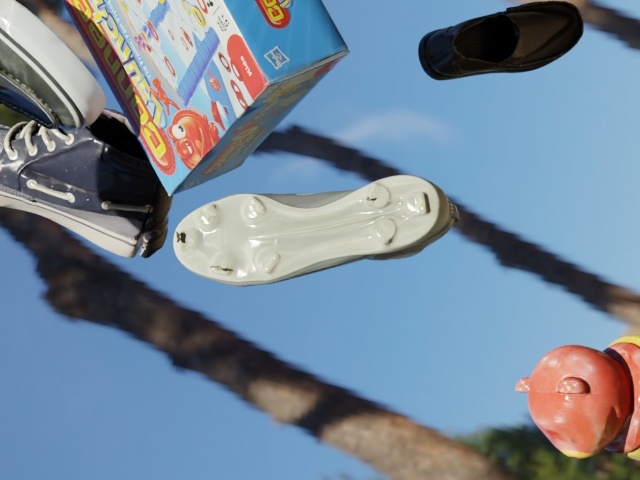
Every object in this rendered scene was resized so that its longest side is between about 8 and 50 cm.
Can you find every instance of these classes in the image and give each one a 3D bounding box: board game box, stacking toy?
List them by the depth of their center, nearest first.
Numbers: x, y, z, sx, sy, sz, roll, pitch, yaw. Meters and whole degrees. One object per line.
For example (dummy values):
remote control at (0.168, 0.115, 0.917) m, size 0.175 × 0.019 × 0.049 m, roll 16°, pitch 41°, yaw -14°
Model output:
stacking toy at (0.303, 0.192, 1.545) m, size 0.130 × 0.309 × 0.279 m, roll 6°, pitch -108°, yaw -29°
board game box at (-0.132, -0.231, 1.614) m, size 0.086 × 0.308 × 0.302 m, roll -27°, pitch -6°, yaw -26°

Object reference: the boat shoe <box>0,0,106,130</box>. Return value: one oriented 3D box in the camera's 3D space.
boat shoe at (-0.361, -0.187, 1.665) m, size 0.119 × 0.335 × 0.121 m, roll -57°, pitch 1°, yaw -22°

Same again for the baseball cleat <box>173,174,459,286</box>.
baseball cleat at (0.000, 0.000, 1.321) m, size 0.109 × 0.206 × 0.072 m, roll 31°, pitch -125°, yaw -70°

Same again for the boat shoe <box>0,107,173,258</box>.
boat shoe at (-0.329, -0.114, 2.178) m, size 0.127 × 0.341 × 0.158 m, roll -70°, pitch 1°, yaw -49°

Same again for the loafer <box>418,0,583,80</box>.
loafer at (0.226, -0.235, 2.120) m, size 0.220 × 0.078 × 0.080 m, roll -18°, pitch -86°, yaw -22°
